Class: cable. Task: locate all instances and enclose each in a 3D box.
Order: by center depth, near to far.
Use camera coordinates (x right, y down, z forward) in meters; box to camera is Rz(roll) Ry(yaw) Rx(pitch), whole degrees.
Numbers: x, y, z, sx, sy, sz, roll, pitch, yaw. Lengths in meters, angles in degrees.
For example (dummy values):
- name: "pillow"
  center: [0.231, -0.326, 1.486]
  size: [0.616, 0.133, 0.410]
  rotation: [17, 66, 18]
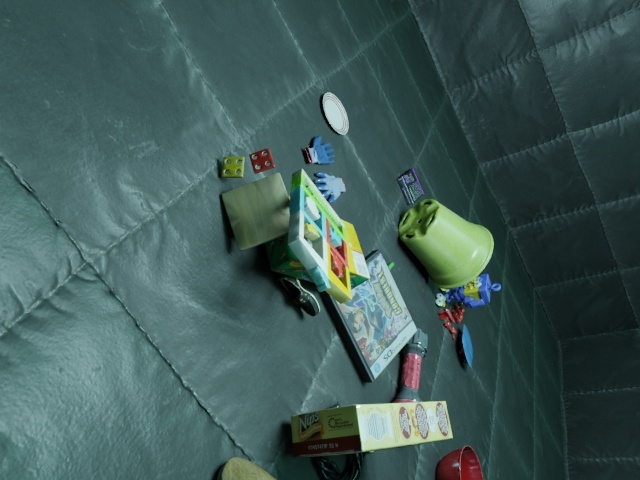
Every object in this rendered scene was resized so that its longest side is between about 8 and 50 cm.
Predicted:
- name: "cable"
  center: [0.042, 0.467, 1.084]
  size: [0.150, 0.047, 0.184]
  rotation: [-27, 97, -57]

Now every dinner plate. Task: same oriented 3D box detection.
- name: "dinner plate"
  center: [0.045, -0.405, 1.557]
  size: [0.141, 0.017, 0.141]
  rotation: [32, 48, -45]

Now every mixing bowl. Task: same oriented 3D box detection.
- name: "mixing bowl"
  center: [0.414, 0.721, 1.468]
  size: [0.181, 0.098, 0.181]
  rotation: [31, 50, -45]

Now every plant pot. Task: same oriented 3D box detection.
- name: "plant pot"
  center: [0.424, -0.007, 1.736]
  size: [0.254, 0.276, 0.276]
  rotation: [36, 45, -26]

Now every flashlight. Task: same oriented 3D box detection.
- name: "flashlight"
  center: [0.264, 0.396, 1.405]
  size: [0.103, 0.103, 0.304]
  rotation: [47, 41, -29]

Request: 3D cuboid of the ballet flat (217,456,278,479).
- name: "ballet flat"
  center: [-0.057, 0.524, 0.833]
  size: [0.116, 0.124, 0.342]
  rotation: [-28, 97, -58]

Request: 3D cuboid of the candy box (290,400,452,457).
- name: "candy box"
  center: [0.115, 0.395, 1.024]
  size: [0.316, 0.183, 0.087]
  rotation: [17, 59, -43]

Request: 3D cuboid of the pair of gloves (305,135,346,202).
- name: "pair of gloves"
  center: [0.013, -0.207, 1.404]
  size: [0.159, 0.023, 0.198]
  rotation: [-24, 96, -59]

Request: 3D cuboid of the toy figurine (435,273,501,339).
- name: "toy figurine"
  center: [0.613, 0.203, 1.919]
  size: [0.191, 0.217, 0.362]
  rotation: [60, 35, -18]

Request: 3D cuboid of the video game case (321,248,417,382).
- name: "video game case"
  center: [0.143, 0.200, 1.325]
  size: [0.248, 0.035, 0.274]
  rotation: [-35, 104, -41]

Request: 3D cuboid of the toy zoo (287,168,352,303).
- name: "toy zoo"
  center: [0.000, 0.000, 1.007]
  size: [0.192, 0.030, 0.293]
  rotation: [50, 23, -33]

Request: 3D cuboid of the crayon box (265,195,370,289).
- name: "crayon box"
  center: [-0.010, 0.011, 1.158]
  size: [0.278, 0.081, 0.165]
  rotation: [21, 44, -46]

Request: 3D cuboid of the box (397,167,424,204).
- name: "box"
  center: [0.359, -0.216, 1.924]
  size: [0.162, 0.029, 0.116]
  rotation: [-38, 105, -58]

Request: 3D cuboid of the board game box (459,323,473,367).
- name: "board game box"
  center: [0.562, 0.413, 1.902]
  size: [0.133, 0.033, 0.168]
  rotation: [68, 26, -16]

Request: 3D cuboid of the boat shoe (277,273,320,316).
- name: "boat shoe"
  center: [-0.052, 0.127, 1.112]
  size: [0.133, 0.049, 0.042]
  rotation: [53, 32, -15]

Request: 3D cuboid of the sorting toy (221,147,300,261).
- name: "sorting toy"
  center: [-0.127, -0.065, 1.027]
  size: [0.046, 0.132, 0.274]
  rotation: [65, 4, -74]

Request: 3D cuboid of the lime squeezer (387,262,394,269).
- name: "lime squeezer"
  center: [0.196, 0.152, 1.467]
  size: [0.110, 0.059, 0.310]
  rotation: [48, 38, -32]
